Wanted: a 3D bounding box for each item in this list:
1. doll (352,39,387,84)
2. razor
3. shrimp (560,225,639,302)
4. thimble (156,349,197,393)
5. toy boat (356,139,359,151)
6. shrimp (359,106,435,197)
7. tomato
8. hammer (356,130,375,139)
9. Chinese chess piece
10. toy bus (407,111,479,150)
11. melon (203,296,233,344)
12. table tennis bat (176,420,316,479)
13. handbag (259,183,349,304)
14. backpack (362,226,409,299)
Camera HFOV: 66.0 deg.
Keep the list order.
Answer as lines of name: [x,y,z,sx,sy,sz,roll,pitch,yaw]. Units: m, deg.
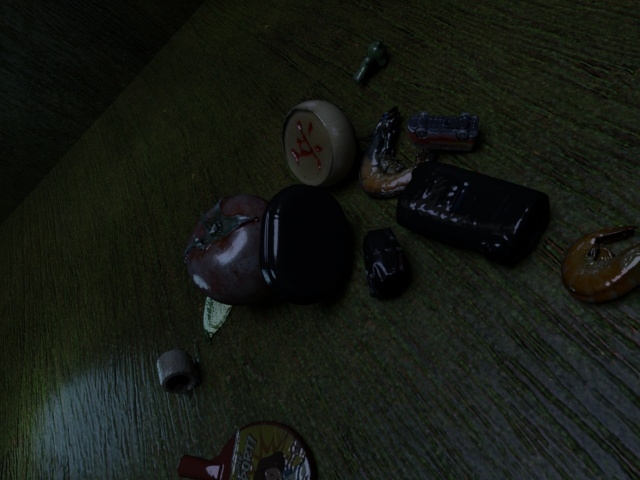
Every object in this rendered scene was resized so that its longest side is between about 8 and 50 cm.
doll: [0.162,-0.568,1.590,0.150,0.077,0.115,-51,6,17]
razor: [0.331,-0.070,1.117,0.326,0.107,0.189,26,81,43]
shrimp: [0.565,0.023,0.911,0.248,0.068,0.150,-31,44,27]
thimble: [-0.415,0.383,1.430,0.102,0.115,0.090,-44,45,11]
toy boat: [0.052,-0.321,1.499,0.068,0.088,0.226,115,146,-42]
shrimp: [0.216,-0.250,1.354,0.222,0.054,0.290,0,68,39]
tomato: [-0.219,0.028,1.371,0.316,0.282,0.317,-21,49,27]
hammer: [0.127,-0.311,1.483,0.110,0.035,0.019,10,72,50]
Chinese chess piece: [-0.007,-0.278,1.426,0.103,0.250,0.249,-23,32,-35]
toy bus: [0.308,-0.272,1.246,0.174,0.077,0.079,6,55,16]
melon: [-0.298,0.192,1.517,0.114,0.053,0.262,14,77,23]
table tennis bat: [-0.186,0.570,1.187,0.414,0.051,0.268,-7,60,32]
handbag: [-0.032,0.009,1.251,0.093,0.253,0.308,-14,71,55]
backpack: [0.157,0.048,1.185,0.105,0.120,0.165,-7,58,11]
